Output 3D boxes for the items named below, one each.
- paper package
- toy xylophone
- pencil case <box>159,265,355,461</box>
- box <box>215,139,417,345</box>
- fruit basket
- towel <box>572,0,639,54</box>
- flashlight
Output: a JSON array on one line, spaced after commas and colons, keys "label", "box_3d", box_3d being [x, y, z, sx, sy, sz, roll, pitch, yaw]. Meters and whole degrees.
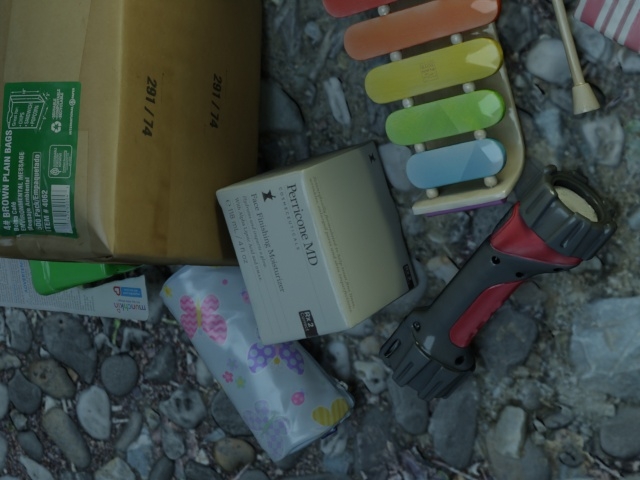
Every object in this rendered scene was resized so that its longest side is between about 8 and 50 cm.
[{"label": "paper package", "box_3d": [-0.204, -0.135, 1.363, 0.168, 0.309, 0.324, 1, 87, 26]}, {"label": "toy xylophone", "box_3d": [0.148, -0.195, 1.328, 0.236, 0.081, 0.322, -20, 93, 33]}, {"label": "pencil case", "box_3d": [-0.077, 0.131, 1.526, 0.124, 0.113, 0.273, -39, 84, 21]}, {"label": "box", "box_3d": [0.000, 0.000, 1.407, 0.119, 0.182, 0.181, -13, 97, 31]}, {"label": "fruit basket", "box_3d": [-0.358, -0.066, 1.624, 0.353, 0.165, 0.327, 4, 106, 43]}, {"label": "towel", "box_3d": [0.360, -0.240, 1.242, 0.197, 0.029, 0.144, 33, 116, 20]}, {"label": "flashlight", "box_3d": [0.192, 0.057, 1.375, 0.304, 0.103, 0.103, -55, 45, 31]}]
